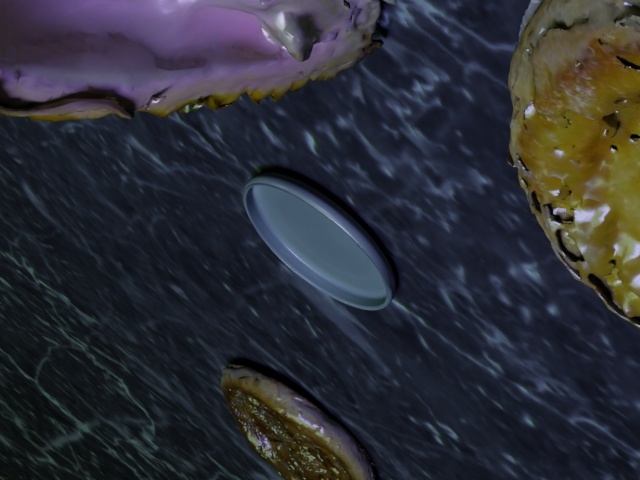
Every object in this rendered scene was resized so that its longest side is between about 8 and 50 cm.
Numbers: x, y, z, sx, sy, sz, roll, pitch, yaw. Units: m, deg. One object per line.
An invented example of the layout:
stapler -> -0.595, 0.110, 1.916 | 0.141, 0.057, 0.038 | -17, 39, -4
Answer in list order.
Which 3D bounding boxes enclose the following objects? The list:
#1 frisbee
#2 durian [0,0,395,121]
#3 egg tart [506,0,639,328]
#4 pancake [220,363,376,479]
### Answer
frisbee -> 0.000, 0.000, 1.088 | 0.110, 0.014, 0.110 | 33, 158, 16
durian -> -0.104, -0.145, 0.746 | 0.185, 0.195, 0.305 | 38, 162, 25
egg tart -> 0.171, -0.021, 0.645 | 0.234, 0.094, 0.234 | 37, 159, 17
pancake -> -0.020, 0.151, 1.402 | 0.158, 0.028, 0.158 | 36, 157, 18
